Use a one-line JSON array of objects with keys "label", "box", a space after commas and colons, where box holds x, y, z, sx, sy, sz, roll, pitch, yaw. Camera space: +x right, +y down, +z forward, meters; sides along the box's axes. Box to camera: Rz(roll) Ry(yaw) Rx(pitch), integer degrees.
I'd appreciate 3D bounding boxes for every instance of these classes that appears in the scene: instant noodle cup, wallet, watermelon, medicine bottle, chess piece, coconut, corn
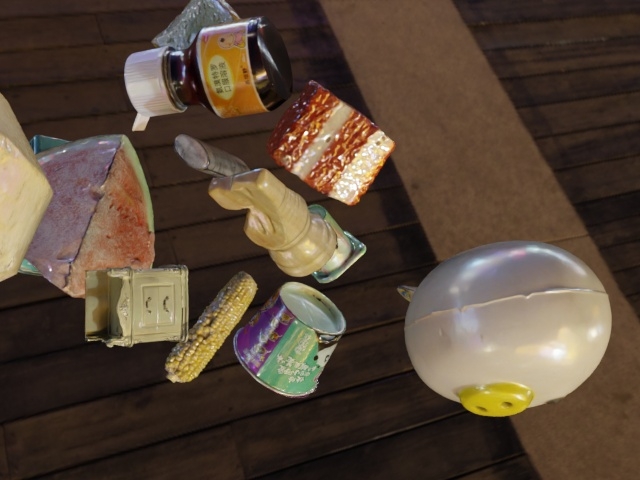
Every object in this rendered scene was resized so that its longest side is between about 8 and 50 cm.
[{"label": "instant noodle cup", "box": [-0.064, 0.234, 1.710, 0.251, 0.190, 0.251, 29, 22, -13]}, {"label": "wallet", "box": [-0.490, -0.339, 1.890, 0.011, 0.083, 0.044, 39, 28, 21]}, {"label": "watermelon", "box": [-0.436, 0.003, 1.152, 0.251, 0.283, 0.292, -10, 24, 24]}, {"label": "medicine bottle", "box": [-0.290, -0.419, 1.761, 0.395, 0.242, 0.242, -11, 56, 14]}, {"label": "chess piece", "box": [-0.083, -0.045, 1.277, 0.137, 0.301, 0.137, -11, 61, 20]}, {"label": "coconut", "box": [-0.367, -0.060, 0.646, 0.197, 0.236, 0.236, 13, 53, 16]}, {"label": "corn", "box": [-0.241, 0.193, 1.519, 0.086, 0.086, 0.288, 35, 79, 7]}]

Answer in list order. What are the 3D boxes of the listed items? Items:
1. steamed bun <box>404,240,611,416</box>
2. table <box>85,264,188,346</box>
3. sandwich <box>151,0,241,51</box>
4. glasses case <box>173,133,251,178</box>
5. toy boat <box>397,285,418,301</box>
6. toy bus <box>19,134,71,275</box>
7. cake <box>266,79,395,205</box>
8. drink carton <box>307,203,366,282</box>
[{"label": "steamed bun", "box": [0.339, 0.157, 1.269, 0.334, 0.374, 0.333, 20, 62, -43]}, {"label": "table", "box": [-0.183, 0.064, 0.682, 0.083, 0.062, 0.079, 1, 87, -40]}, {"label": "sandwich", "box": [-0.362, -0.612, 2.046, 0.251, 0.087, 0.226, -44, 67, 12]}, {"label": "glasses case", "box": [-0.266, -0.200, 1.755, 0.114, 0.299, 0.060, 43, 98, 13]}, {"label": "toy boat", "box": [0.298, 0.171, 2.026, 0.066, 0.084, 0.210, -30, 28, -27]}, {"label": "toy bus", "box": [-0.537, -0.068, 1.374, 0.128, 0.147, 0.255, 11, 60, -43]}, {"label": "cake", "box": [0.026, -0.299, 2.127, 0.320, 0.269, 0.270, 33, 11, -17]}, {"label": "drink carton", "box": [0.000, 0.000, 1.677, 0.144, 0.142, 0.146, -43, 32, -3]}]
